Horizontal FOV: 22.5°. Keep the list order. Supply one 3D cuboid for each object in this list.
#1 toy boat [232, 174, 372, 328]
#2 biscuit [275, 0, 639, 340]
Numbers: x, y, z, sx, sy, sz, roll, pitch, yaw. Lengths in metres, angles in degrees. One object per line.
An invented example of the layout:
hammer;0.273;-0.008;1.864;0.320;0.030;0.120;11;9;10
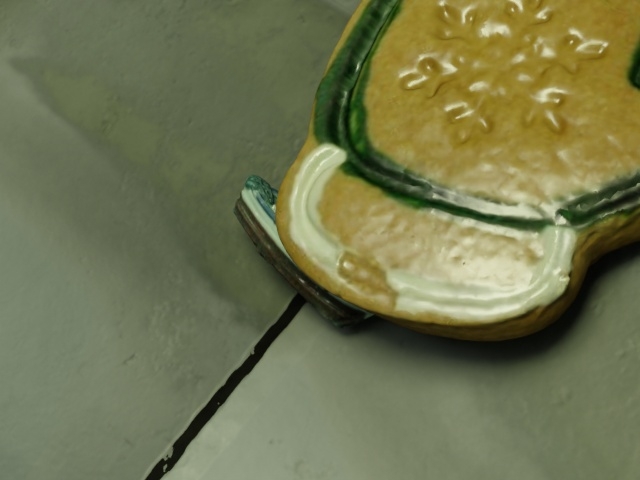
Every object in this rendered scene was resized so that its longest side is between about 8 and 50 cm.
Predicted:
toy boat;0.000;0.000;1.083;0.066;0.059;0.140;-51;57;16
biscuit;0.139;-0.086;1.036;0.287;0.057;0.344;20;68;23
